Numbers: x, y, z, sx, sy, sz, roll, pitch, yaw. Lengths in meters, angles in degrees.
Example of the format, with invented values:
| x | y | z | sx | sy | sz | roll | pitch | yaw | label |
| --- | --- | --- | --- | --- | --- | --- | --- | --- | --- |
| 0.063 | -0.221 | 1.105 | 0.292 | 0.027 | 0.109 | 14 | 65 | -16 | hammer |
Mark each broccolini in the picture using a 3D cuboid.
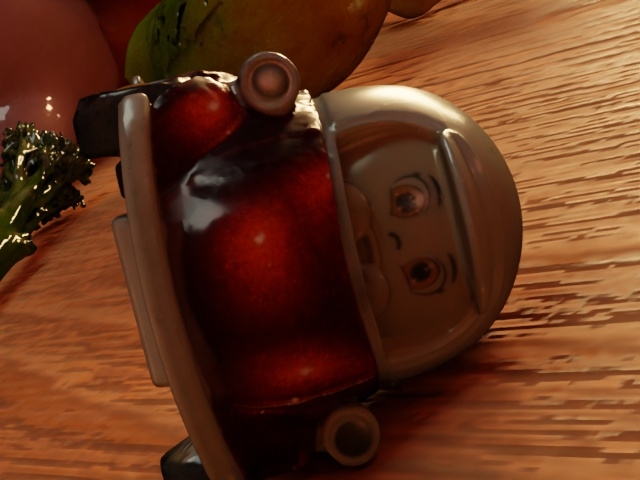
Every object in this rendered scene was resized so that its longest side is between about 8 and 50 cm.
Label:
| x | y | z | sx | sy | sz | roll | pitch | yaw | label |
| --- | --- | --- | --- | --- | --- | --- | --- | --- | --- |
| -0.188 | -0.002 | 0.794 | 0.058 | 0.067 | 0.216 | -27 | 24 | 19 | broccolini |

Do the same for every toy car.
| x | y | z | sx | sy | sz | roll | pitch | yaw | label |
| --- | --- | --- | --- | --- | --- | --- | --- | --- | --- |
| 0.000 | 0.000 | 0.377 | 0.112 | 0.112 | 0.139 | -14 | 6 | -2 | toy car |

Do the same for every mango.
| x | y | z | sx | sy | sz | roll | pitch | yaw | label |
| --- | --- | --- | --- | --- | --- | --- | --- | --- | --- |
| -0.047 | -0.122 | 0.806 | 0.233 | 0.111 | 0.125 | -12 | 18 | 49 | mango |

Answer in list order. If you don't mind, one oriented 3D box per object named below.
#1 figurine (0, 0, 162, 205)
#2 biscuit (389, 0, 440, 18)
| x | y | z | sx | sy | sz | roll | pitch | yaw | label |
| --- | --- | --- | --- | --- | --- | --- | --- | --- | --- |
| -0.275 | -0.139 | 1.059 | 0.270 | 0.211 | 0.261 | -17 | 20 | 34 | figurine |
| 0.136 | -0.311 | 0.915 | 0.351 | 0.057 | 0.312 | -39 | 26 | 39 | biscuit |
